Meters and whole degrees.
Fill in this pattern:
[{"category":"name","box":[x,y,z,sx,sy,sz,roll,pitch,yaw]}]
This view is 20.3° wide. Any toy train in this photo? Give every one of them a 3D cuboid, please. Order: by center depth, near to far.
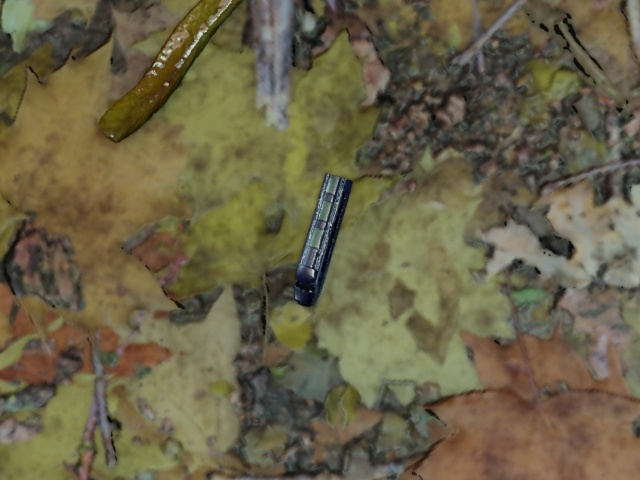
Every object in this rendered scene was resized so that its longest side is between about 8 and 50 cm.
[{"category":"toy train","box":[0.000,0.000,1.106,0.017,0.017,0.083,15,85,18]}]

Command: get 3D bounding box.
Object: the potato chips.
[{"category":"potato chips","box":[-0.073,-0.144,1.145,0.026,0.037,0.204,39,86,8]}]
